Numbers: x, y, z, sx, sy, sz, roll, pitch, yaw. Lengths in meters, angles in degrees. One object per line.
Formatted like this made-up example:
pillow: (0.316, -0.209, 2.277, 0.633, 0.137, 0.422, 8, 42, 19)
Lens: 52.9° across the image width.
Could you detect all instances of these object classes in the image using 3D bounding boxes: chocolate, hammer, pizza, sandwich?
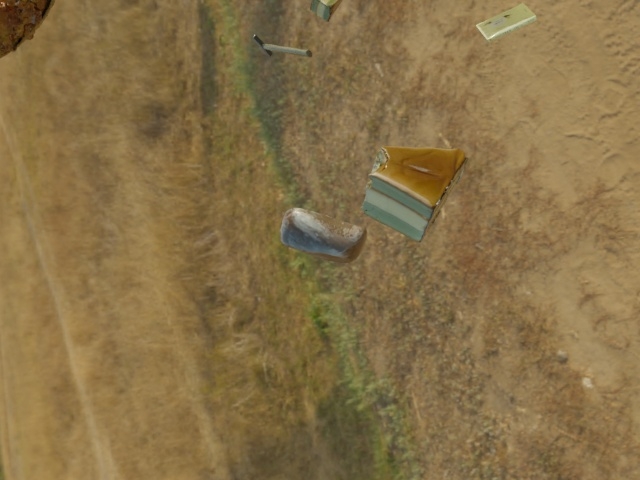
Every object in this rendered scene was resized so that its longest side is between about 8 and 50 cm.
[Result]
chocolate: (-0.001, 0.002, 1.870, 0.157, 0.254, 0.080, 108, 179, -54)
hammer: (-0.082, -0.420, 1.406, 0.013, 0.062, 0.199, -54, 39, -7)
pizza: (-0.594, -0.426, 1.206, 0.086, 0.305, 0.161, 26, 147, 11)
sandwich: (0.043, -0.809, 2.078, 0.163, 0.079, 0.113, -57, 4, -4)
sandwich: (0.224, -0.150, 1.593, 0.198, 0.227, 0.155, 29, 142, 12)

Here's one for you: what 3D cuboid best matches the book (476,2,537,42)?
book: (0.401, -0.472, 1.390, 0.077, 0.111, 0.014, -100, -17, -49)
